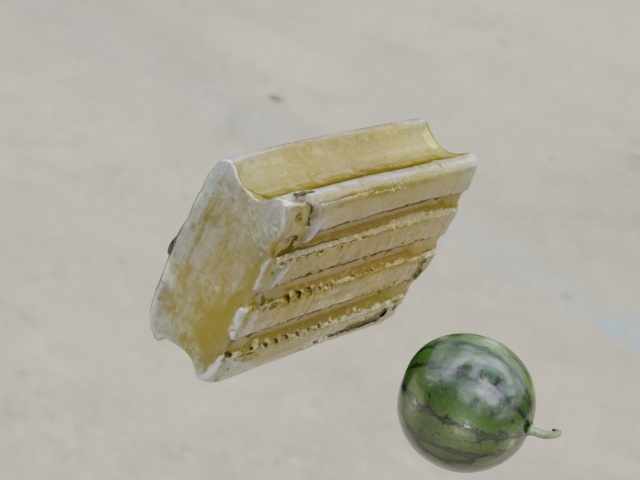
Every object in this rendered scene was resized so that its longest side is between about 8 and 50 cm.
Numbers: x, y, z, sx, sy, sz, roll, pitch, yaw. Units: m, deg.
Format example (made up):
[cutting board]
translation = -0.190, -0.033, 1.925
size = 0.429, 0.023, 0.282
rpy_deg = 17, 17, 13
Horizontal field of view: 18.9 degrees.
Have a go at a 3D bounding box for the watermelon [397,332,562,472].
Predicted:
[watermelon]
translation = 0.105, 0.115, 1.333
size = 0.109, 0.109, 0.109
rpy_deg = 13, 27, -7

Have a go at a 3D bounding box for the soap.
[soap]
translation = 0.000, 0.000, 1.514
size = 0.089, 0.173, 0.274
rpy_deg = 37, 28, 24
